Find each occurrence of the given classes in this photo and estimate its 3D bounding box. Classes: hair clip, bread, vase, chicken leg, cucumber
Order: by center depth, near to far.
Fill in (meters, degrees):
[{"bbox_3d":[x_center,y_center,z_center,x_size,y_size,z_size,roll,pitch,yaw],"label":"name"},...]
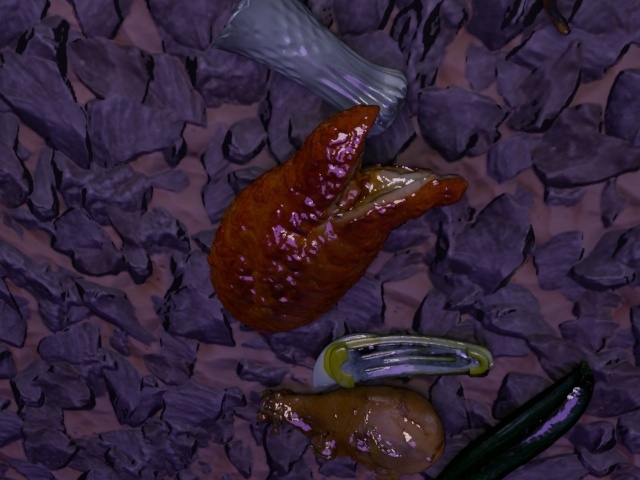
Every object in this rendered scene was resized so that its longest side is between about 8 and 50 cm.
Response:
[{"bbox_3d":[-0.002,-0.143,0.563,0.149,0.081,0.081,32,120,-16],"label":"vase"},{"bbox_3d":[-0.009,-0.002,0.614,0.139,0.095,0.269,29,138,-21],"label":"bread"},{"bbox_3d":[0.081,0.121,0.733,0.189,0.033,0.060,-4,118,14],"label":"hair clip"},{"bbox_3d":[0.031,0.200,0.768,0.208,0.085,0.101,4,136,16],"label":"chicken leg"},{"bbox_3d":[0.193,0.230,0.771,0.056,0.056,0.284,32,120,-11],"label":"cucumber"}]

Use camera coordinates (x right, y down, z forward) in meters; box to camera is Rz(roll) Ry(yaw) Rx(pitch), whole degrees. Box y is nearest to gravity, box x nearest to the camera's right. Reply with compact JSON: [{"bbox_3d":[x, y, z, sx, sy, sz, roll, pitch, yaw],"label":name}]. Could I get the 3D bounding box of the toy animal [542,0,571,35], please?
[{"bbox_3d":[0.129,-0.240,0.467,0.057,0.099,0.241,-18,116,19],"label":"toy animal"}]
